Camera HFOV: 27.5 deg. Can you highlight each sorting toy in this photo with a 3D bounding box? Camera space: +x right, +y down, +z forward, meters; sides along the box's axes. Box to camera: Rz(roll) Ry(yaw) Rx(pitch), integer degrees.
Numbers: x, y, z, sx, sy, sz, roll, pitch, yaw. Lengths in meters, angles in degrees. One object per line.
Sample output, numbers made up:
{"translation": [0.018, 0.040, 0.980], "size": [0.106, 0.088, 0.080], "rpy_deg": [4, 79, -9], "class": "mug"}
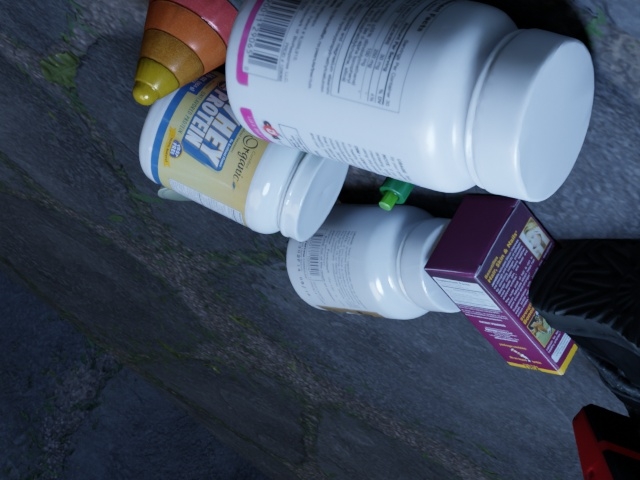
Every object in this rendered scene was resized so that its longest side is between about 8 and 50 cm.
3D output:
{"translation": [-0.046, -0.134, 1.328], "size": [0.366, 0.126, 0.127], "rpy_deg": [28, 159, 12], "class": "sorting toy"}

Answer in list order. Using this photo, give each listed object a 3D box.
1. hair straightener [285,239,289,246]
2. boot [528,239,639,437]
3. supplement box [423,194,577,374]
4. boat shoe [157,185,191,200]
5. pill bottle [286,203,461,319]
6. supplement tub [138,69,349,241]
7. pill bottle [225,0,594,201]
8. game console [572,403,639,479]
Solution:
{"translation": [0.000, 0.000, 1.702], "size": [0.089, 0.047, 0.230], "rpy_deg": [6, 152, 50], "class": "hair straightener"}
{"translation": [0.385, 0.129, 1.290], "size": [0.260, 0.131, 0.348], "rpy_deg": [48, 169, -25], "class": "boot"}
{"translation": [0.209, 0.048, 1.413], "size": [0.081, 0.104, 0.188], "rpy_deg": [6, 147, 50], "class": "supplement box"}
{"translation": [-0.157, -0.099, 1.653], "size": [0.081, 0.068, 0.228], "rpy_deg": [0, 170, -18], "class": "boat shoe"}
{"translation": [0.077, 0.024, 1.507], "size": [0.131, 0.131, 0.229], "rpy_deg": [44, 156, -31], "class": "pill bottle"}
{"translation": [-0.082, -0.095, 1.440], "size": [0.200, 0.144, 0.144], "rpy_deg": [25, 159, 15], "class": "supplement tub"}
{"translation": [0.074, -0.132, 1.110], "size": [0.283, 0.160, 0.160], "rpy_deg": [19, 156, 31], "class": "pill bottle"}
{"translation": [0.464, 0.306, 1.396], "size": [0.387, 0.060, 0.342], "rpy_deg": [21, -169, 0], "class": "game console"}
